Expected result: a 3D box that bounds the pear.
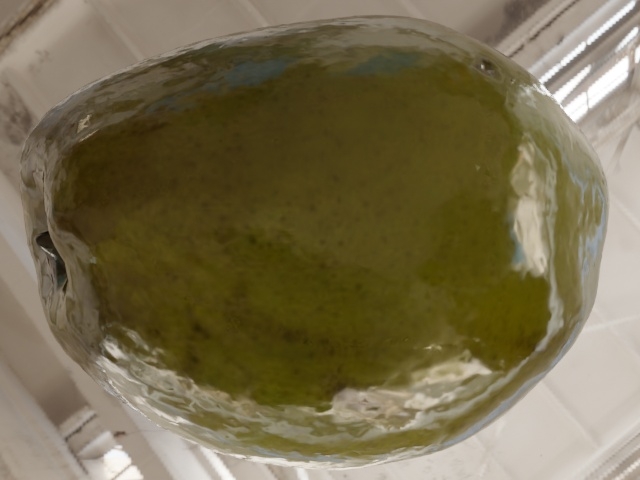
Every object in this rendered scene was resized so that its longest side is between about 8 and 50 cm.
[{"bbox_3d":[0.000,0.000,0.521,0.307,0.253,0.253,-2,-106,-26],"label":"pear"}]
